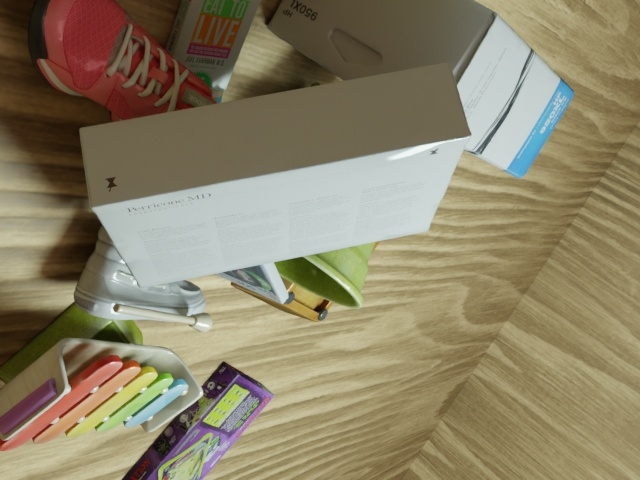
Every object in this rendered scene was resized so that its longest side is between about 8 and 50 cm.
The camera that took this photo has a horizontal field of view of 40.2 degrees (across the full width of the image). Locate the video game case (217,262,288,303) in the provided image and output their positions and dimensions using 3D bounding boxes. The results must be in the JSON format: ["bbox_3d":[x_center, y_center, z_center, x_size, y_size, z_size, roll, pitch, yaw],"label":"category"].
[{"bbox_3d":[-0.139,0.013,1.222,0.022,0.173,0.190,-60,158,-21],"label":"video game case"}]

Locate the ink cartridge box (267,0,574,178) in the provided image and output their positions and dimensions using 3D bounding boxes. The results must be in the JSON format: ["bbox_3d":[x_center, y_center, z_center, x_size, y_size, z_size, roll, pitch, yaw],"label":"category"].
[{"bbox_3d":[0.157,-0.251,1.235,0.166,0.285,0.395,-59,153,11],"label":"ink cartridge box"}]

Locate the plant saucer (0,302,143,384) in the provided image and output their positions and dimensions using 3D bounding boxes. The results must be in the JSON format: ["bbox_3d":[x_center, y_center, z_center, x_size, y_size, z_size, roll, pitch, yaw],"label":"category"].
[{"bbox_3d":[-0.338,0.173,1.248,0.188,0.045,0.188,-43,153,-17],"label":"plant saucer"}]

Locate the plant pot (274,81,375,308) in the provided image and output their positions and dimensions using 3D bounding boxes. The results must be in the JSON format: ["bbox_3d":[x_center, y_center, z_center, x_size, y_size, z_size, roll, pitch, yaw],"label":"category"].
[{"bbox_3d":[0.000,-0.079,1.272,0.254,0.276,0.276,-59,156,-12],"label":"plant pot"}]

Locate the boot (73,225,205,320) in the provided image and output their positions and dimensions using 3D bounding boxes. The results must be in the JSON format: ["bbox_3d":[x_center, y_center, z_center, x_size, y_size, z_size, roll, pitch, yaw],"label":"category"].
[{"bbox_3d":[-0.225,0.040,1.204,0.258,0.095,0.123,7,104,-67],"label":"boot"}]

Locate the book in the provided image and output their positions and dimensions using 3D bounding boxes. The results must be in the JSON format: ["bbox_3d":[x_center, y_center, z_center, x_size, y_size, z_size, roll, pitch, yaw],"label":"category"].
[{"bbox_3d":[-0.135,-0.253,1.053,0.096,0.035,0.144,-6,129,-46],"label":"book"}]

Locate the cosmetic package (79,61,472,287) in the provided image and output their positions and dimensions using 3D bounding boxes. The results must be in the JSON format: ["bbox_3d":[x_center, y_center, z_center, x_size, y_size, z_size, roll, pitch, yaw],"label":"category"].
[{"bbox_3d":[-0.047,-0.061,0.978,0.377,0.097,0.284,-11,164,-6],"label":"cosmetic package"}]

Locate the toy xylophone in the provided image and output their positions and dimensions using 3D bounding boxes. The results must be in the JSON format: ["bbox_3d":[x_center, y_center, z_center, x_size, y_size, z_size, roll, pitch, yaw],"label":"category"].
[{"bbox_3d":[-0.273,0.183,1.161,0.236,0.081,0.323,-41,156,22],"label":"toy xylophone"}]

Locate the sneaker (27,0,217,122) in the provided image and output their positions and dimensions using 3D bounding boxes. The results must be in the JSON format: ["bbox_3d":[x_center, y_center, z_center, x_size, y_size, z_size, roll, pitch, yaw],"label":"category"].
[{"bbox_3d":[-0.179,-0.171,0.931,0.116,0.136,0.314,-70,156,-15],"label":"sneaker"}]

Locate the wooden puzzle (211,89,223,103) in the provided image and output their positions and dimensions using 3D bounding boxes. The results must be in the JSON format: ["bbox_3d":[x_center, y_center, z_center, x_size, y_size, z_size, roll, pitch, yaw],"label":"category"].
[{"bbox_3d":[-0.146,-0.191,1.140,0.049,0.006,0.083,-21,140,-47],"label":"wooden puzzle"}]

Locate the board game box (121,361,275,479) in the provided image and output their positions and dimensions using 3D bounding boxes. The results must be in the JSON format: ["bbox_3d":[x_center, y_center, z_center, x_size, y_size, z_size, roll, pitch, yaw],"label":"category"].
[{"bbox_3d":[-0.247,0.399,1.683,0.347,0.056,0.208,-49,150,-6],"label":"board game box"}]

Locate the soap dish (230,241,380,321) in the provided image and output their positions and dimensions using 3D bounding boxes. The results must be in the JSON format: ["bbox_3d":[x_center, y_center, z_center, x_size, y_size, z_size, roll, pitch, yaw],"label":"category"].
[{"bbox_3d":[0.000,0.000,1.491,0.291,0.118,0.229,-53,154,0],"label":"soap dish"}]
